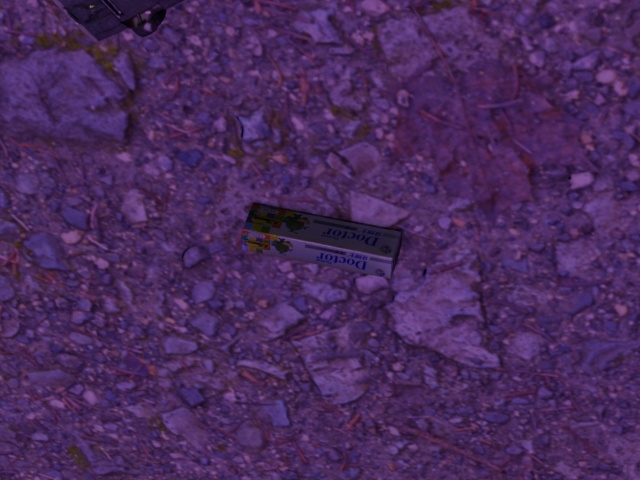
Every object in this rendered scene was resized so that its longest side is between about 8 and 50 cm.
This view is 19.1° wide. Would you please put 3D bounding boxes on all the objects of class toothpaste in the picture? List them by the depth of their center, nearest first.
[{"bbox_3d":[0.000,0.000,1.967,0.164,0.046,0.034,11,134,8],"label":"toothpaste"}]

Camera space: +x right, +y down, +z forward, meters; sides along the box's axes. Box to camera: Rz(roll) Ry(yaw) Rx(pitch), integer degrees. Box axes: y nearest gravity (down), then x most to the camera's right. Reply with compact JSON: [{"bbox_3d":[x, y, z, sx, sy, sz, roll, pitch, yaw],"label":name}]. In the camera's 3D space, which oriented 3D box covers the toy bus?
[{"bbox_3d":[-0.126,-0.264,1.692,0.268,0.106,0.092,-21,125,38],"label":"toy bus"}]
